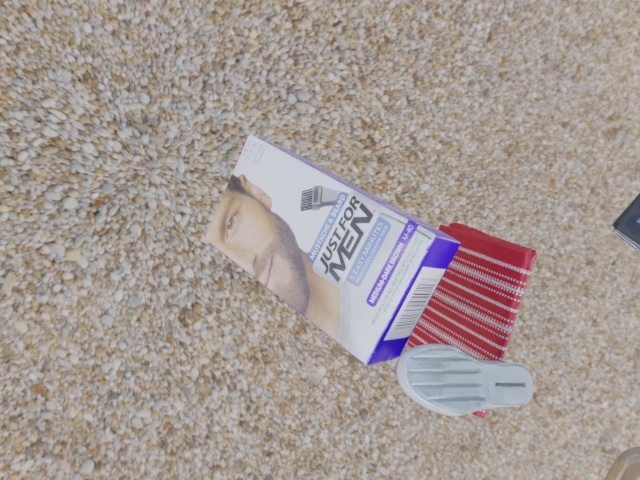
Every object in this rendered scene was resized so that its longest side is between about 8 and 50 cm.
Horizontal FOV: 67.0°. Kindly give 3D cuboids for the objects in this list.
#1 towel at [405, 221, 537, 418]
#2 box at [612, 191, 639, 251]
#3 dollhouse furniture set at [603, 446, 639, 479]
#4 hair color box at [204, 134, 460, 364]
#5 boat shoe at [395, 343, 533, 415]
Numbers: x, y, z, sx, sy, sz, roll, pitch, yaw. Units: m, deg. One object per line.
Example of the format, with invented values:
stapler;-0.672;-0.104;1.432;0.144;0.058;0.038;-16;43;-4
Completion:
towel;0.238;0.118;0.801;0.031;0.199;0.275;9;100;-30
box;0.551;-0.113;0.470;0.293;0.212;0.395;-8;136;-41
dollhouse furniture set;0.573;0.380;0.483;0.394;0.362;0.256;13;108;-4
hair color box;0.000;0.000;0.696;0.110;0.339;0.185;11;108;-55
boat shoe;0.175;0.186;0.626;0.226;0.076;0.083;19;67;-27
